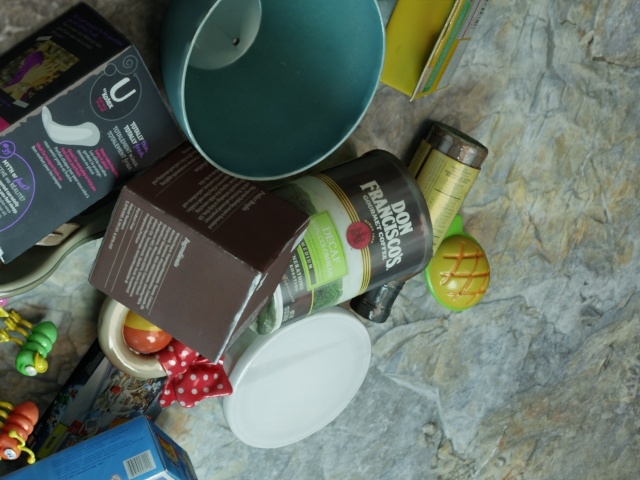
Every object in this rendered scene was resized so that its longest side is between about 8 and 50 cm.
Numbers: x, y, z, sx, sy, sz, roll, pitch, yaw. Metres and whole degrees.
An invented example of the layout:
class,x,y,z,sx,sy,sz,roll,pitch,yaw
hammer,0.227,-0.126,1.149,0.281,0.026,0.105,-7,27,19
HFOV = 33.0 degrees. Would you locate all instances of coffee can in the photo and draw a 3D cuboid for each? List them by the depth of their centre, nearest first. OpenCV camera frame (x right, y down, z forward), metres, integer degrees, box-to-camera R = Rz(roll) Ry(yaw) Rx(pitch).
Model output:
class,x,y,z,sx,sy,sz,roll,pitch,yaw
coffee can,0.000,0.000,1.614,0.275,0.201,0.202,-22,130,-24

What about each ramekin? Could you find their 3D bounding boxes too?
class,x,y,z,sx,sy,sz,roll,pitch,yaw
ramekin,-0.060,0.192,1.745,0.272,0.127,0.273,-21,134,-24

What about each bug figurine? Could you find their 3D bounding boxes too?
class,x,y,z,sx,sy,sz,roll,pitch,yaw
bug figurine,-0.423,0.151,1.404,0.279,0.072,0.216,66,29,-41

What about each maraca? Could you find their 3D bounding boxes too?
class,x,y,z,sx,sy,sz,roll,pitch,yaw
maraca,0.233,0.038,1.901,0.127,0.099,0.186,-35,109,-21

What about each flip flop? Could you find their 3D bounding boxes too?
class,x,y,z,sx,sy,sz,roll,pitch,yaw
flip flop,-0.351,-0.021,1.393,0.277,0.112,0.080,-32,138,-22

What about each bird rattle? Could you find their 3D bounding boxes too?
class,x,y,z,sx,sy,sz,roll,pitch,yaw
bird rattle,-0.226,0.127,1.575,0.206,0.143,0.254,5,113,-28

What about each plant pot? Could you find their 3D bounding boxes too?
class,x,y,z,sx,sy,sz,roll,pitch,yaw
plant pot,-0.091,-0.249,1.375,0.290,0.195,0.290,-20,130,-26

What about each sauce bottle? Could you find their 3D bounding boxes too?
class,x,y,z,sx,sy,sz,roll,pitch,yaw
sauce bottle,0.153,-0.025,1.784,0.111,0.111,0.344,13,112,-42

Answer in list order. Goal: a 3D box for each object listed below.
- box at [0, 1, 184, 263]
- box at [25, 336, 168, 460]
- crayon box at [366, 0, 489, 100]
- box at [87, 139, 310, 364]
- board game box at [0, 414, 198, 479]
class,x,y,z,sx,sy,sz,roll,pitch,yaw
box,-0.332,-0.132,1.306,0.270,0.143,0.165,-36,137,-12
box,-0.321,0.249,1.649,0.159,0.044,0.233,30,98,-45
crayon box,0.160,-0.310,1.487,0.203,0.083,0.323,-65,172,17
box,-0.155,0.011,1.384,0.167,0.203,0.168,-62,173,33
board game box,-0.345,0.377,1.551,0.308,0.086,0.302,-23,160,-5
